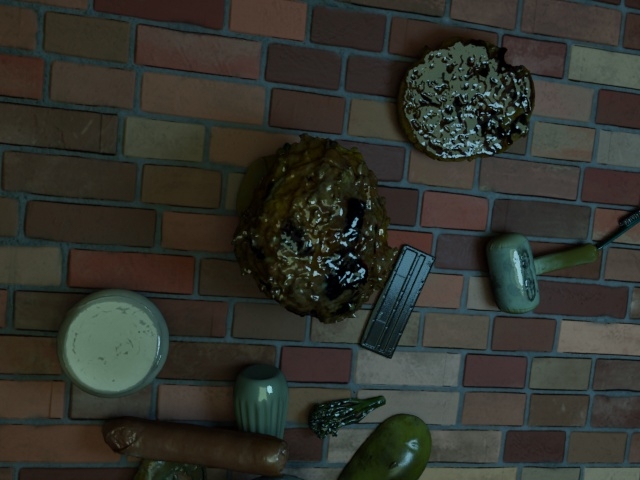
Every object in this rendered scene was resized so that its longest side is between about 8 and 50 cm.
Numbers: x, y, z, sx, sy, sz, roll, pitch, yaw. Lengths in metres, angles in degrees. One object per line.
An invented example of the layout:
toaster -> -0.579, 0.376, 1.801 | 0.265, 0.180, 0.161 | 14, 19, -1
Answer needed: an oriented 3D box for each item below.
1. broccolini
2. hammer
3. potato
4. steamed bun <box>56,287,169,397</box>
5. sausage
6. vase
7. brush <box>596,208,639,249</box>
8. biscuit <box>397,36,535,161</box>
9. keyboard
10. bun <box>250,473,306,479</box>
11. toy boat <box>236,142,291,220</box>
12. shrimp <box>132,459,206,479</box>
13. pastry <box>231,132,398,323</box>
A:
broccolini -> 0.066, 0.413, 1.686 | 0.203, 0.068, 0.091 | -19, 81, -11
hammer -> 0.564, 0.057, 1.746 | 0.306, 0.113, 0.201 | -15, 102, -16
potato -> 0.176, 0.556, 1.704 | 0.160, 0.111, 0.271 | 43, 85, -12
steamed bun -> -0.444, 0.219, 1.506 | 0.232, 0.145, 0.231 | 1, 85, -14
sausage -> -0.279, 0.452, 1.540 | 0.419, 0.094, 0.094 | 6, 134, 6
vase -> -0.136, 0.416, 1.615 | 0.128, 0.128, 0.248 | -3, 105, -13
brush -> 0.776, -0.031, 1.815 | 0.193, 0.043, 0.032 | -33, 84, -6
biscuit -> 0.343, -0.332, 1.662 | 0.334, 0.081, 0.289 | -1, 97, -9
keyboard -> 0.169, 0.199, 1.705 | 0.103, 0.041, 0.381 | 24, 84, -13
bun -> -0.128, 0.680, 1.565 | 0.362, 0.211, 0.361 | -20, 118, -44
toy boat -> -0.125, -0.120, 1.582 | 0.088, 0.089, 0.229 | 19, 93, -51
shrimp -> -0.359, 0.581, 1.615 | 0.173, 0.058, 0.253 | 20, 88, -23
pastry -> -0.013, 0.000, 1.472 | 0.337, 0.292, 0.405 | -37, 131, -27
